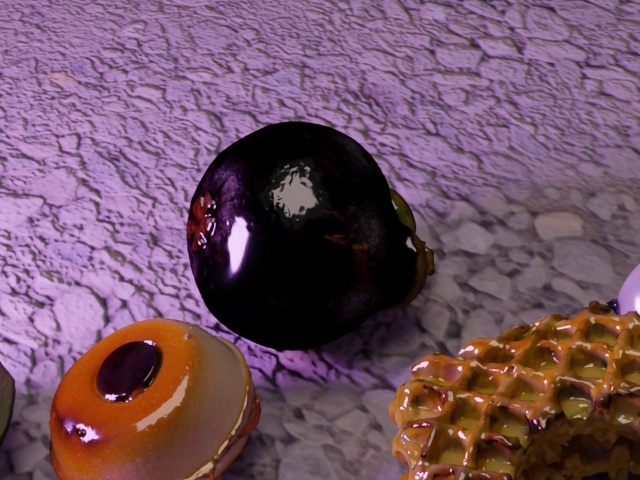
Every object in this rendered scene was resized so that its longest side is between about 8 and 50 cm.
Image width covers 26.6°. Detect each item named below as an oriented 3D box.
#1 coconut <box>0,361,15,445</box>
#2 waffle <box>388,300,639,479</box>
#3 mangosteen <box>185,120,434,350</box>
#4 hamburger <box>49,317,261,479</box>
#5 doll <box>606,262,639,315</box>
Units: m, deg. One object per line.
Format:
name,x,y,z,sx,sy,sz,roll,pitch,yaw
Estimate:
coconut,-0.433,0.179,1.431,0.236,0.236,0.204,12,76,27
waffle,0.233,0.191,1.298,0.324,0.151,0.261,-15,40,-9
mangosteen,0.000,0.000,1.551,0.302,0.275,0.275,12,28,-27
hamburger,-0.176,0.184,1.407,0.237,0.147,0.236,-16,38,13
doll,0.399,0.087,1.423,0.107,0.110,0.181,-35,45,-27
